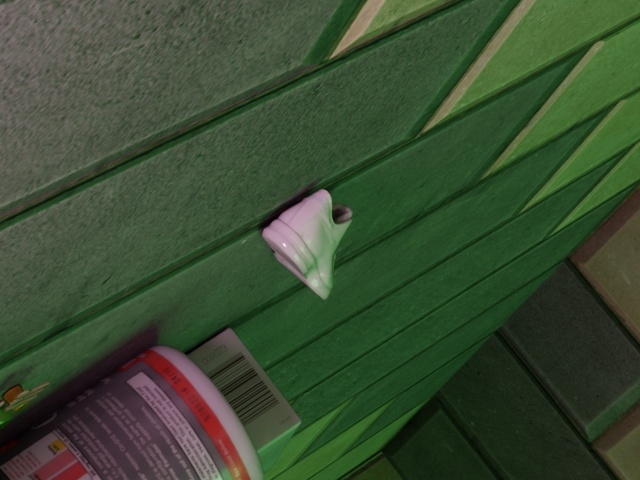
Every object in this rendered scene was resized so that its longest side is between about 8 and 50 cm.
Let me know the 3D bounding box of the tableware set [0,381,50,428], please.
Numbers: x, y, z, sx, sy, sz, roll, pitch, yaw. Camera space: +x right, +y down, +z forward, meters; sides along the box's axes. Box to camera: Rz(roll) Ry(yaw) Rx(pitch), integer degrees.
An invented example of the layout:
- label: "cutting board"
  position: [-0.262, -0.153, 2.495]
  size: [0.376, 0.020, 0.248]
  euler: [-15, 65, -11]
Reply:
- label: "tableware set"
  position: [-0.337, 0.173, 1.711]
  size: [0.104, 0.024, 0.154]
  euler: [-43, 169, 34]

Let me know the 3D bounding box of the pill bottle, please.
- label: "pill bottle"
  position: [-0.259, 0.289, 1.919]
  size: [0.363, 0.210, 0.210]
  euler: [-34, 167, -20]

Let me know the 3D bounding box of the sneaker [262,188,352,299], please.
- label: "sneaker"
  position: [0.000, 0.000, 1.950]
  size: [0.094, 0.080, 0.212]
  euler: [-49, 168, -6]

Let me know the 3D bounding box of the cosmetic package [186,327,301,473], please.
- label: "cosmetic package"
  position: [-0.141, 0.233, 2.195]
  size: [0.151, 0.151, 0.183]
  euler: [-32, 166, -26]
